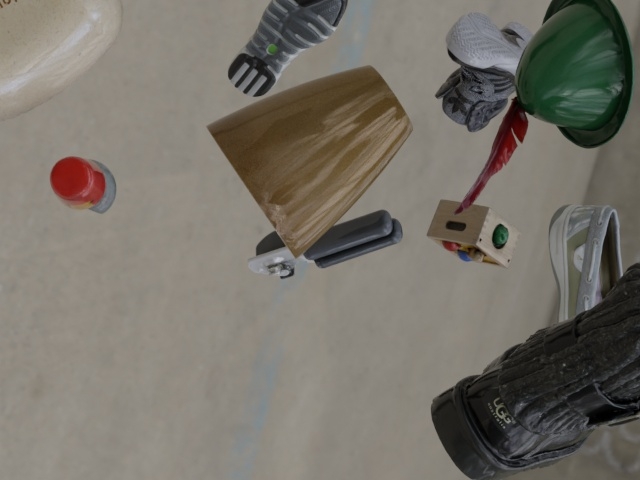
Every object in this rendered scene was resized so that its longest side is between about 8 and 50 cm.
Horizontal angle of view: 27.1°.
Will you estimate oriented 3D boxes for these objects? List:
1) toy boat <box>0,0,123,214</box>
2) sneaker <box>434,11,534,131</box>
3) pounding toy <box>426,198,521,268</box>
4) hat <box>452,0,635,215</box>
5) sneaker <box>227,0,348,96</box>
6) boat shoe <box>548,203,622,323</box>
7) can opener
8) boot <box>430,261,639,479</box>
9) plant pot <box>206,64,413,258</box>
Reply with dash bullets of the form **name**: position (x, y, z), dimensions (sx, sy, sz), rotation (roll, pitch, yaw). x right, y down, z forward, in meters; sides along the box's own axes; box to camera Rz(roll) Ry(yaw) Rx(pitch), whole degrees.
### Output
- **toy boat**: position (-0.318, -0.172, 1.443), dimensions (0.267, 0.318, 0.148), rotation (-26, 178, -3)
- **sneaker**: position (0.216, -0.223, 1.820), dimensions (0.153, 0.101, 0.268), rotation (-49, 162, 24)
- **pounding toy**: position (0.265, 0.000, 2.269), dimensions (0.130, 0.141, 0.100), rotation (32, 76, -44)
- **hat**: position (0.211, -0.169, 1.403), dimensions (0.183, 0.209, 0.173), rotation (-7, 148, -22)
- **sneaker**: position (-0.035, -0.299, 1.761), dimensions (0.228, 0.086, 0.132), rotation (-38, -161, 39)
- **boat shoe**: position (0.445, 0.098, 2.106), dimensions (0.118, 0.103, 0.321), rotation (-20, 104, -43)
- **can opener**: position (0.000, 0.000, 2.199), dimensions (0.074, 0.280, 0.093), rotation (33, 48, -52)
- **boot**: position (0.285, 0.122, 1.324), dimensions (0.260, 0.131, 0.348), rotation (-38, 170, 24)
- **plant pot**: position (0.001, -0.139, 1.951), dimensions (0.254, 0.237, 0.237), rotation (-34, 148, 0)
